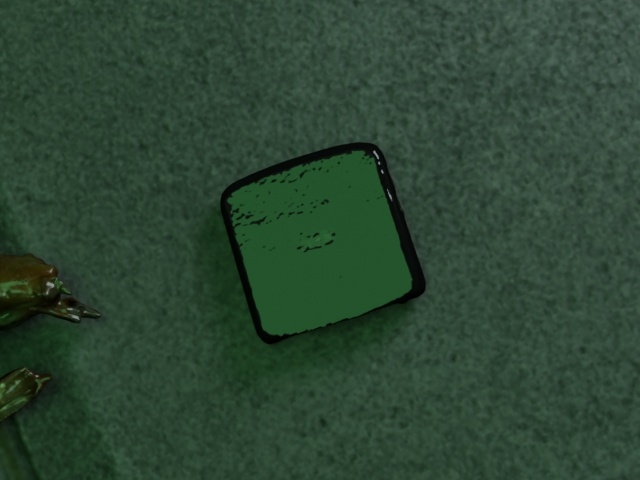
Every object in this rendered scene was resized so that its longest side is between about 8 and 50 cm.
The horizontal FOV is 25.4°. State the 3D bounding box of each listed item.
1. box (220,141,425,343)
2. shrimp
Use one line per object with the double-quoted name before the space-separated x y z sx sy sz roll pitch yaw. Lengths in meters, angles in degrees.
"box" 0.000 0.000 1.014 0.126 0.027 0.125 -18 79 7
"shrimp" -0.250 0.073 1.035 0.187 0.051 0.132 -13 94 14
